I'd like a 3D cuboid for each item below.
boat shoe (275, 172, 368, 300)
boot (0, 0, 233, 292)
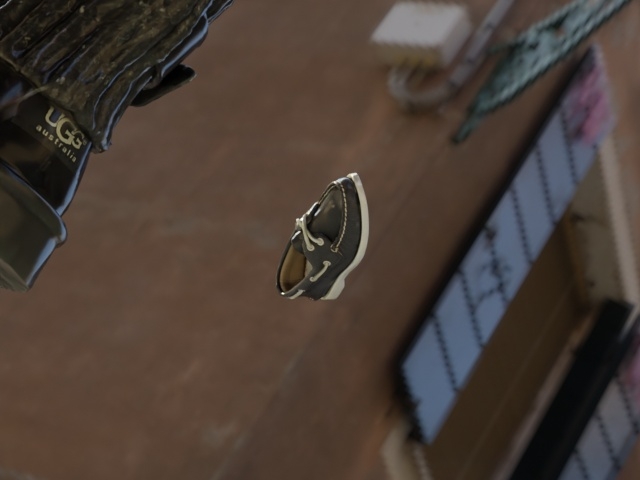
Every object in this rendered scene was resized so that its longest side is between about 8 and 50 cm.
[{"bbox_3d":[0.000,0.000,1.128,0.038,0.046,0.125,-4,-24,-16],"label":"boat shoe"},{"bbox_3d":[-0.177,-0.119,0.991,0.348,0.260,0.131,16,-22,46],"label":"boot"}]
